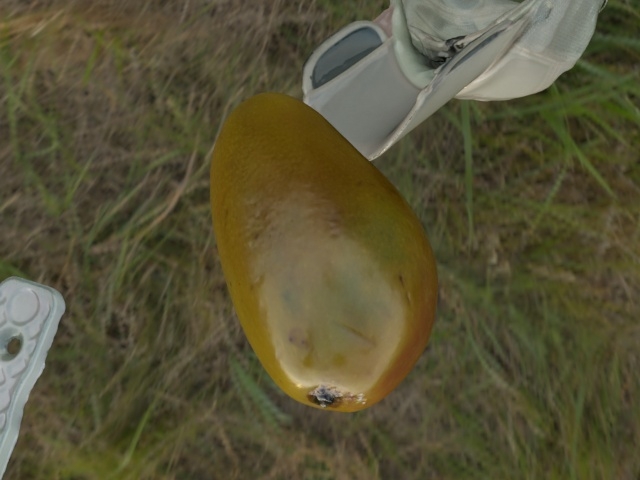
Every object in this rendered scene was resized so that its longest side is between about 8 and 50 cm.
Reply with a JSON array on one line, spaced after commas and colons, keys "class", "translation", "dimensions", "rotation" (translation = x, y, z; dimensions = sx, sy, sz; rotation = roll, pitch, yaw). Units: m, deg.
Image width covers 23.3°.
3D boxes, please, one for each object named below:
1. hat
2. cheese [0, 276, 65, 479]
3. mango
[{"class": "hat", "translation": [0.115, -0.133, 1.257], "dimensions": [0.164, 0.219, 0.226], "rotation": [36, 76, -33]}, {"class": "cheese", "translation": [-0.185, 0.139, 0.750], "dimensions": [0.127, 0.050, 0.255], "rotation": [13, 78, 29]}, {"class": "mango", "translation": [0.000, 0.000, 1.047], "dimensions": [0.138, 0.253, 0.113], "rotation": [-14, 148, -10]}]
